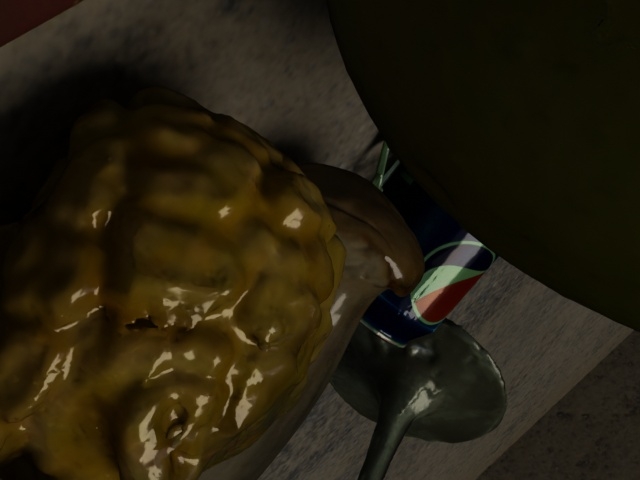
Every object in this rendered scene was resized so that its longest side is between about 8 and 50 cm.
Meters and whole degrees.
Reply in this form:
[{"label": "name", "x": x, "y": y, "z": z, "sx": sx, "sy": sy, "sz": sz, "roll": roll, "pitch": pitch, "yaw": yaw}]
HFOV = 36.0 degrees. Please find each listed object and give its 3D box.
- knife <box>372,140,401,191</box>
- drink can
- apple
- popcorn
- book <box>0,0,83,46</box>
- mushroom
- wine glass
[{"label": "knife", "x": 0.070, "y": -0.108, "z": 0.769, "sx": 0.078, "sy": 0.023, "sz": 0.166, "roll": -57, "pitch": 168, "yaw": -43}, {"label": "drink can", "x": 0.101, "y": -0.010, "z": 0.866, "sx": 0.205, "sy": 0.118, "sz": 0.118, "roll": -50, "pitch": 156, "yaw": 10}, {"label": "apple", "x": 0.242, "y": -0.159, "z": 0.503, "sx": 0.474, "sy": 0.473, "sz": 0.473, "roll": -37, "pitch": 155, "yaw": -21}, {"label": "popcorn", "x": -0.103, "y": 0.048, "z": 0.542, "sx": 0.250, "sy": 0.190, "sz": 0.250, "roll": -50, "pitch": 166, "yaw": -17}, {"label": "book", "x": -0.219, "y": -0.091, "z": 0.244, "sx": 0.374, "sy": 0.028, "sz": 0.262, "roll": -35, "pitch": 154, "yaw": -22}, {"label": "mushroom", "x": -0.077, "y": 0.116, "z": 0.755, "sx": 0.407, "sy": 0.137, "sz": 0.154, "roll": -48, "pitch": 144, "yaw": 20}, {"label": "wine glass", "x": 0.022, "y": 0.266, "z": 0.882, "sx": 0.267, "sy": 0.267, "sz": 0.406, "roll": 107, "pitch": 8, "yaw": -46}]
